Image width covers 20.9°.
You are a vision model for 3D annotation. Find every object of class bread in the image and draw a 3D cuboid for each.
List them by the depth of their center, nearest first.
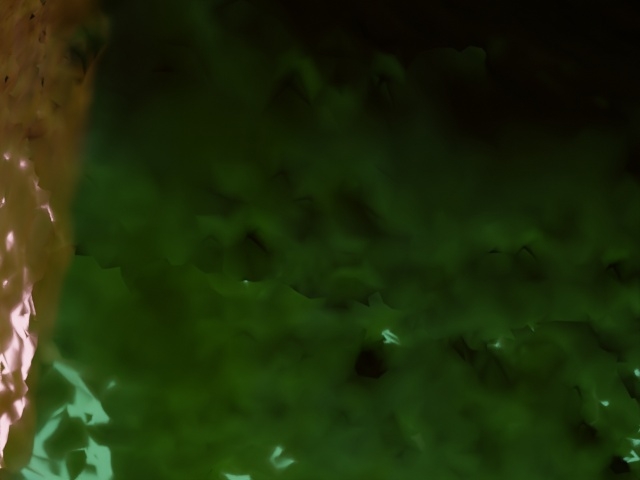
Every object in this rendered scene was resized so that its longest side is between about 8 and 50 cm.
[{"bbox_3d":[0.000,0.000,0.670,0.308,0.348,0.348,7,160,-17],"label":"bread"}]
